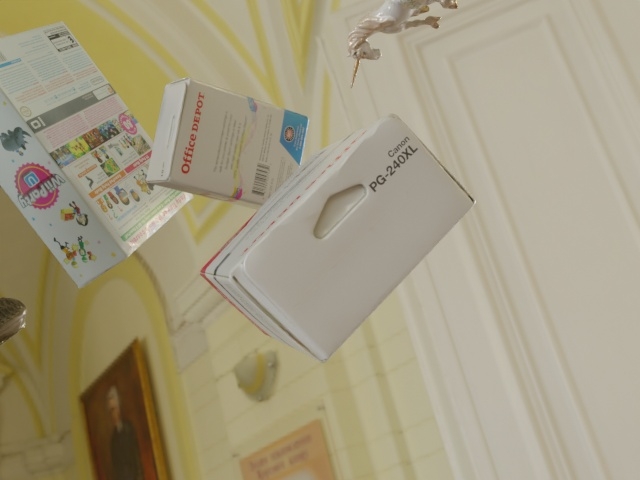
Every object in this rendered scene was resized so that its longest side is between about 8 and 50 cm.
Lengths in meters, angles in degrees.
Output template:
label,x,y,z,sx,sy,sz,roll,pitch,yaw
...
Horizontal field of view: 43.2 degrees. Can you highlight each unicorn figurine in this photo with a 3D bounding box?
label,x,y,z,sx,sy,sz,roll,pitch,yaw
unicorn figurine,0.093,-0.259,0.930,0.111,0.060,0.162,-12,-30,-23

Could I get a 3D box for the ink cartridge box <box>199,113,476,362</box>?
label,x,y,z,sx,sy,sz,roll,pitch,yaw
ink cartridge box,0.000,0.000,0.432,0.109,0.063,0.150,-46,9,-10

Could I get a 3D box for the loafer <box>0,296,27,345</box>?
label,x,y,z,sx,sy,sz,roll,pitch,yaw
loafer,-0.371,0.113,0.840,0.148,0.056,0.050,-33,-41,-23

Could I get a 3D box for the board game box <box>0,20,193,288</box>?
label,x,y,z,sx,sy,sz,roll,pitch,yaw
board game box,-0.326,-0.121,1.061,0.097,0.303,0.224,-31,12,24

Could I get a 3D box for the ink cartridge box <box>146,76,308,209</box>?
label,x,y,z,sx,sy,sz,roll,pitch,yaw
ink cartridge box,-0.080,-0.080,0.701,0.122,0.088,0.052,14,-5,-35
